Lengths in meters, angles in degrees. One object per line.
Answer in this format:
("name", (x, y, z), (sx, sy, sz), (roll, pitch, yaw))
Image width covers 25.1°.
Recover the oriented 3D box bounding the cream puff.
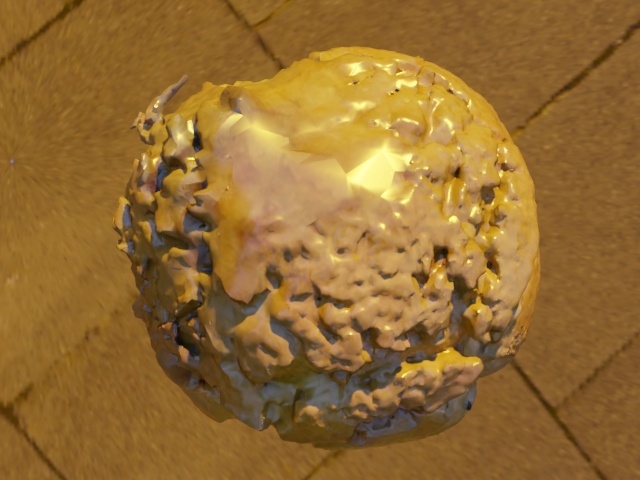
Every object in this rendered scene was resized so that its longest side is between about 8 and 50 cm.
("cream puff", (0.000, 0.000, 0.610), (0.189, 0.129, 0.189), (-1, 85, 10))
